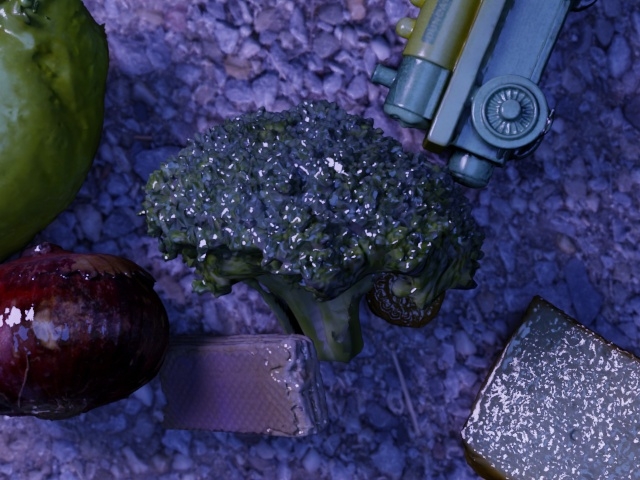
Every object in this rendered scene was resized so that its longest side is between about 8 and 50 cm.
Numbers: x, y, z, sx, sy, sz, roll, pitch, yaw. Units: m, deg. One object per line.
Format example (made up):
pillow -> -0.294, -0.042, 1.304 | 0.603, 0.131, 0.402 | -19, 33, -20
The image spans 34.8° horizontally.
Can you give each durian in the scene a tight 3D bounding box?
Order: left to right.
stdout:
durian -> -0.362, -0.114, 1.108 | 0.255, 0.204, 0.340 | 8, 96, 24

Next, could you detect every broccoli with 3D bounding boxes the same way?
broccoli -> 0.001, -0.023, 1.114 | 0.375, 0.302, 0.249 | 3, 66, 21

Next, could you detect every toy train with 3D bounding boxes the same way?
toy train -> 0.187, -0.252, 1.172 | 0.237, 0.150, 0.369 | 22, 91, 3

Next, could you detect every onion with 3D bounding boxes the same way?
onion -> -0.285, 0.097, 1.100 | 0.246, 0.246, 0.190 | -11, 79, -4

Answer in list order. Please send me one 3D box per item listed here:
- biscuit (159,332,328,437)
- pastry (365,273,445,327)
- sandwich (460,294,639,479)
biscuit -> -0.096, 0.158, 1.140 | 0.239, 0.062, 0.108 | -5, 98, 40
pastry -> 0.099, 0.053, 1.218 | 0.097, 0.057, 0.109 | -24, 96, -5
sandwich -> 0.308, 0.216, 1.177 | 0.251, 0.087, 0.226 | 29, 88, 29
